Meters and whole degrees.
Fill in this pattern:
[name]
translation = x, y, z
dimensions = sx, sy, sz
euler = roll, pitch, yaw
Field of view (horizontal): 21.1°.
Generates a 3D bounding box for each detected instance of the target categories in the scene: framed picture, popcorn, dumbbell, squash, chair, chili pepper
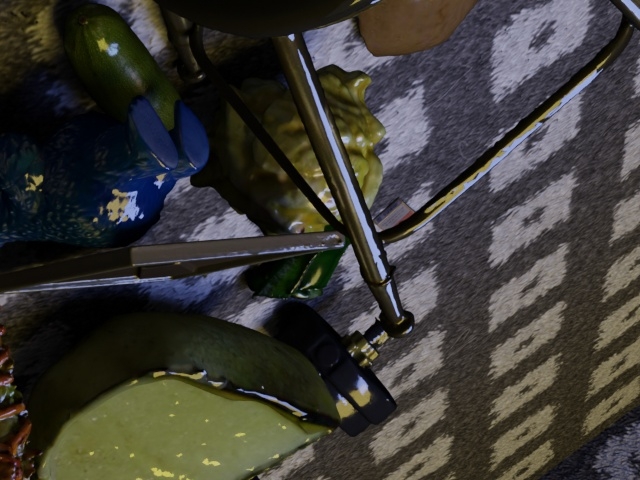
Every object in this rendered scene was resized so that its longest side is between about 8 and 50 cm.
[framed picture]
translation = -0.156, 0.023, 1.636
dimensions = 0.232, 0.024, 0.315
euler = -4, 175, -36
[popcorn]
translation = -0.036, -0.083, 1.694
dimensions = 0.187, 0.167, 0.185
euler = -1, -169, 30
[dumbbell]
translation = -0.063, 0.238, 2.229
dimensions = 0.388, 0.185, 0.185
euler = -41, 157, 2
[squash]
translation = -0.173, -0.141, 1.527
dimensions = 0.066, 0.066, 0.252
euler = -38, 157, -2
[chair]
translation = 0.035, -0.216, 1.354
dimensions = 0.362, 0.364, 0.410
euler = -40, 153, 3
[chili pepper]
translation = 0.002, 0.003, 2.058
dimensions = 0.216, 0.062, 0.108
euler = -48, 161, 20

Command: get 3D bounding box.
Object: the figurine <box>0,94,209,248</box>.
[figurine]
translation = -0.221, -0.041, 1.507
dimensions = 0.262, 0.120, 0.164
euler = -23, 159, 38

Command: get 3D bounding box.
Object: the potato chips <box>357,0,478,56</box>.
[potato chips]
translation = 0.119, -0.255, 1.759
dimensions = 0.195, 0.062, 0.208
euler = -14, 144, -48

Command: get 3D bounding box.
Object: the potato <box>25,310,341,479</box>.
[potato]
translation = -0.202, 0.164, 1.924
dimensions = 0.330, 0.213, 0.280
euler = -33, 140, 11

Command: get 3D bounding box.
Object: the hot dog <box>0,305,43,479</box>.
[hot dog]
translation = -0.328, 0.187, 1.576
dimensions = 0.117, 0.349, 0.158
euler = -10, 156, 12

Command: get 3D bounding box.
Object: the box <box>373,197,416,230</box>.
[box]
translation = 0.099, -0.026, 2.204
dimensions = 0.046, 0.012, 0.083
euler = -43, 155, 6
